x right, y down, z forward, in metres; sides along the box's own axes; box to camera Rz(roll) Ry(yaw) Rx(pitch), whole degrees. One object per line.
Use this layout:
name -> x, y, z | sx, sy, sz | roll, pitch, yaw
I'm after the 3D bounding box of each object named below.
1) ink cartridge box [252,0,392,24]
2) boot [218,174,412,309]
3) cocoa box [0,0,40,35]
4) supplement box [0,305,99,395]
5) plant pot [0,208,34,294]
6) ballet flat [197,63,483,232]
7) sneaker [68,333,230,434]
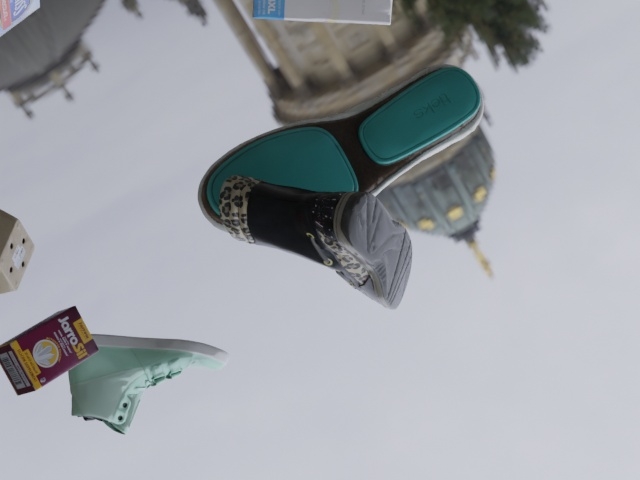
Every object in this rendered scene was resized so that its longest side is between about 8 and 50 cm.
ink cartridge box -> 0.013, -0.245, 1.111 | 0.143, 0.090, 0.092 | 4, -167, 0
boot -> 0.000, -0.002, 1.400 | 0.178, 0.236, 0.085 | 11, -110, 24
cocoa box -> -0.614, -0.470, 1.959 | 0.228, 0.231, 0.347 | -42, 173, -20
supplement box -> -0.270, 0.109, 1.197 | 0.043, 0.055, 0.083 | -20, -169, 48
plant pot -> -0.445, 0.013, 1.614 | 0.096, 0.109, 0.109 | 7, -121, 14
ballet flat -> 0.027, -0.101, 1.547 | 0.400, 0.139, 0.139 | -27, -155, -17
sneaker -> -0.269, 0.227, 1.895 | 0.094, 0.255, 0.151 | 160, -67, -68
